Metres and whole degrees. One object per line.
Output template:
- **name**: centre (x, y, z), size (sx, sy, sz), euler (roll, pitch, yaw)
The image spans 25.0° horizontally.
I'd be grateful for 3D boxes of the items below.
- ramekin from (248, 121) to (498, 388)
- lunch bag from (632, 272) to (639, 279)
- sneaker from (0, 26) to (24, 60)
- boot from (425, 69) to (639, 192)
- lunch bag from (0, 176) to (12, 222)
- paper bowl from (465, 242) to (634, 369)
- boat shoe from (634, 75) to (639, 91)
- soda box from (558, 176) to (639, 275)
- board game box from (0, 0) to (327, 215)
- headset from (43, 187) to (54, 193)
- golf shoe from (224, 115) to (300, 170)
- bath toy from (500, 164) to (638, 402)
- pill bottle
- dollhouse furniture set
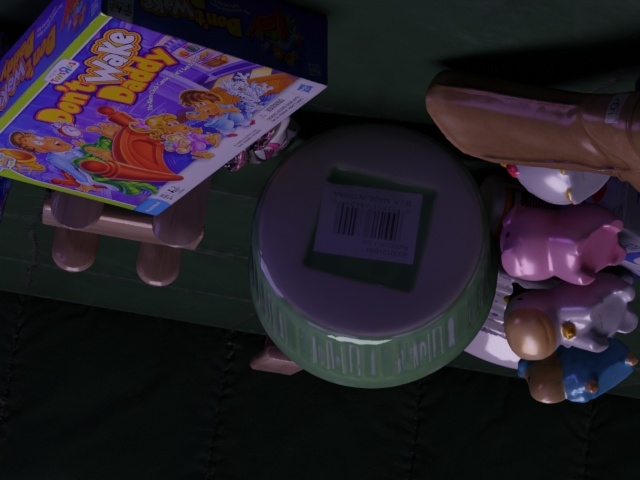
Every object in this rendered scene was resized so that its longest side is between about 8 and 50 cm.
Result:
- **ramekin**: centre (0.059, 0.009, 1.687), size (0.303, 0.303, 0.148), euler (7, 161, 6)
- **lunch bag**: centre (0.441, 0.018, 2.018), size (0.067, 0.065, 0.098), euler (-6, 169, -7)
- **sneaker**: centre (-0.378, -0.197, 1.522), size (0.283, 0.107, 0.124), euler (10, 154, -27)
- **boot**: centre (0.267, -0.085, 1.416), size (0.269, 0.089, 0.236), euler (11, 152, 49)
- **lunch bag**: centre (-0.530, -0.134, 1.847), size (0.293, 0.138, 0.221), euler (20, 169, -11)
- **paper bowl**: centre (0.255, 0.069, 1.896), size (0.284, 0.148, 0.284), euler (15, -161, -5)
- **boat shoe**: centre (0.389, -0.131, 1.348), size (0.183, 0.065, 0.083), euler (17, 172, -12)
- **soda box**: centre (0.396, -0.022, 1.770), size (0.091, 0.098, 0.286), euler (-1, 165, 36)
- **board game box**: centre (-0.183, -0.144, 1.422), size (0.233, 0.078, 0.347), euler (15, 153, -30)
- **headset**: centre (-0.484, -0.101, 1.634), size (0.394, 0.243, 0.185), euler (-5, 148, -6)
- **golf shoe**: centre (-0.061, -0.134, 1.660), size (0.086, 0.067, 0.186), euler (-16, 176, -19)
- **bath toy**: centre (0.262, 0.014, 1.619), size (0.151, 0.348, 0.129), euler (-24, -148, -23)
- **pill bottle**: centre (0.278, -0.030, 1.837), size (0.152, 0.086, 0.086), euler (11, 168, -13)
- **dollhouse furniture set**: centre (-0.196, 0.026, 2.016), size (0.394, 0.256, 0.362), euler (10, 168, -9)
